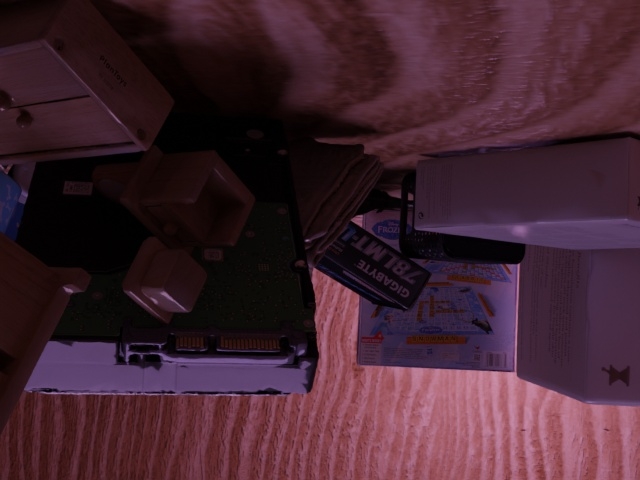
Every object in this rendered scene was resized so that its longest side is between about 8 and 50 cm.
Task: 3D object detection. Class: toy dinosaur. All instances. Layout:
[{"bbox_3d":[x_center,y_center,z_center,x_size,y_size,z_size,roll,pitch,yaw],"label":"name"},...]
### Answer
[{"bbox_3d":[0.069,-0.062,1.366,0.268,0.064,0.118,0,170,-1],"label":"toy dinosaur"}]

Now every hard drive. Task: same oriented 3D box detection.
[{"bbox_3d":[-0.136,-0.006,0.752,0.237,0.064,0.338,2,-144,-11],"label":"hard drive"}]

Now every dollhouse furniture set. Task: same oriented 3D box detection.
[{"bbox_3d":[-0.241,0.031,0.529,0.174,0.355,0.303,0,146,35],"label":"dollhouse furniture set"}]

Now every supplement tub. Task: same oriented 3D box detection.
[{"bbox_3d":[-0.401,-0.087,1.208,0.071,0.070,0.107,4,175,-25],"label":"supplement tub"}]

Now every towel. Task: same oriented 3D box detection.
[{"bbox_3d":[-0.085,-0.046,0.946,0.282,0.049,0.187,2,-142,31],"label":"towel"}]

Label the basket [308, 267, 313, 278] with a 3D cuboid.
[{"bbox_3d":[-0.231,0.087,1.568,0.329,0.266,0.331,3,-173,-37],"label":"basket"}]

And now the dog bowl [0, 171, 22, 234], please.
[{"bbox_3d":[-0.479,-0.068,1.132,0.166,0.074,0.297,34,166,-19],"label":"dog bowl"}]

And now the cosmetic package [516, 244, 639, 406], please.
[{"bbox_3d":[0.551,0.106,1.490,0.328,0.329,0.393,4,177,-2],"label":"cosmetic package"}]

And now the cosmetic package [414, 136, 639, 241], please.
[{"bbox_3d":[0.348,-0.046,1.087,0.377,0.097,0.285,6,177,-43],"label":"cosmetic package"}]

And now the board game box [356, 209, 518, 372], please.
[{"bbox_3d":[0.237,0.101,1.746,0.319,0.317,0.066,4,177,-2],"label":"board game box"}]

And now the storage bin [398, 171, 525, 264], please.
[{"bbox_3d":[0.205,-0.030,1.219,0.180,0.121,0.084,6,175,-39],"label":"storage bin"}]

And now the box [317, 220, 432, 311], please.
[{"bbox_3d":[0.000,0.000,1.300,0.296,0.073,0.293,32,175,-5],"label":"box"}]

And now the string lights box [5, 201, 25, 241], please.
[{"bbox_3d":[-0.487,0.013,1.510,0.260,0.133,0.077,35,-165,30],"label":"string lights box"}]
